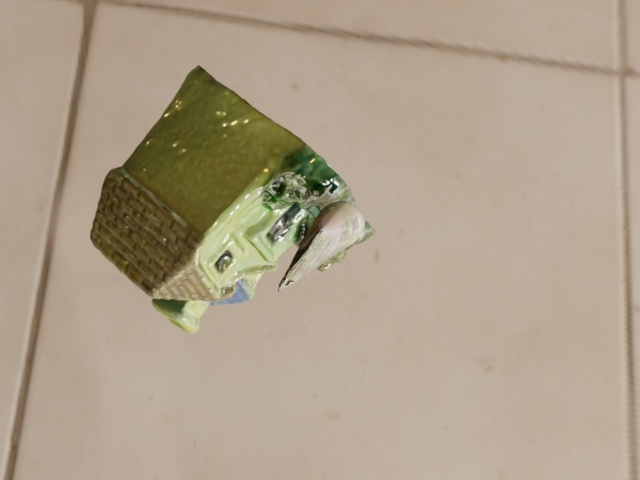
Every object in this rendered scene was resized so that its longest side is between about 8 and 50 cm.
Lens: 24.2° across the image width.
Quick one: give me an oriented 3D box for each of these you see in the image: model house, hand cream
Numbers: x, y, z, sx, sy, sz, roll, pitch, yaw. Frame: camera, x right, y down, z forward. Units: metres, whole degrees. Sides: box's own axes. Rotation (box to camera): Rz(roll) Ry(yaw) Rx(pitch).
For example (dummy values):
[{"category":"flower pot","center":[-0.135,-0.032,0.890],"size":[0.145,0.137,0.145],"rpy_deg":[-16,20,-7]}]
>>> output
[{"category":"model house","center":[-0.085,-0.007,1.364],"size":[0.189,0.214,0.195],"rpy_deg":[-46,64,-8]},{"category":"hand cream","center":[0.000,0.000,1.210],"size":[0.039,0.143,0.061],"rpy_deg":[40,109,4]}]
